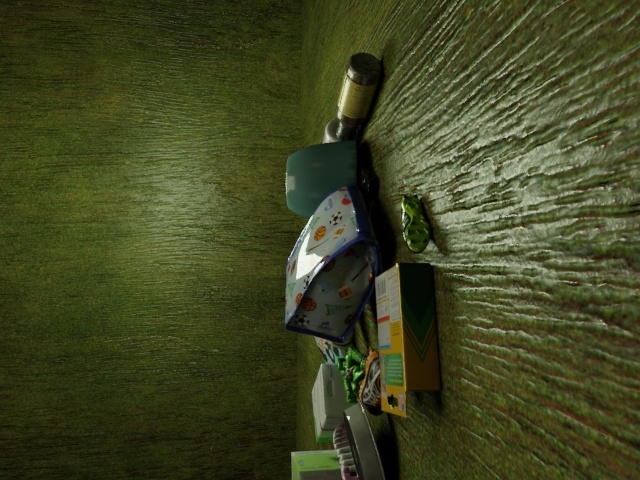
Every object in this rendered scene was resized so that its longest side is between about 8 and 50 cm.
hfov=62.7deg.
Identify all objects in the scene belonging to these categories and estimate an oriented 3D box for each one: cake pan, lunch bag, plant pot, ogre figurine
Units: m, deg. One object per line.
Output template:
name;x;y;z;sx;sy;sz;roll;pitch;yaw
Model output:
cake pan;0.125;0.609;1.506;0.293;0.054;0.293;166;90;-84
lunch bag;0.053;0.060;1.606;0.328;0.238;0.386;-100;29;-56
plant pot;0.004;-0.198;1.811;0.293;0.235;0.293;0;-90;-88
ogre figurine;0.109;0.426;1.716;0.118;0.096;0.197;-117;15;-47

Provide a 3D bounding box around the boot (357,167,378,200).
boot;0.151;-0.160;1.656;0.099;0.045;0.121;-111;21;-52

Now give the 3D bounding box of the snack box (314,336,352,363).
snack box;0.044;0.390;2.049;0.187;0.060;0.322;64;163;17

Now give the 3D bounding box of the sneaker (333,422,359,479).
sneaker;0.098;0.745;1.800;0.236;0.095;0.105;-101;7;-49

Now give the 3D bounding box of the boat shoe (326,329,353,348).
boat shoe;0.072;0.251;1.810;0.302;0.113;0.103;-82;9;-65

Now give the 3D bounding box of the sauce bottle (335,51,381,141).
sauce bottle;0.110;-0.449;1.706;0.344;0.111;0.112;110;159;-64

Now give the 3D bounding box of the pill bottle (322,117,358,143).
pill bottle;0.064;-0.343;1.967;0.216;0.121;0.121;105;163;-60

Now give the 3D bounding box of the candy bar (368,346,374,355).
candy bar;0.165;0.391;1.573;0.162;0.018;0.040;-99;-7;-48

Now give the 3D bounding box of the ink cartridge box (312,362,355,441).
ink cartridge box;0.048;0.621;2.004;0.289;0.121;0.211;102;165;-54

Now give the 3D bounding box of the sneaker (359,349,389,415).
sneaker;0.161;0.405;1.436;0.083;0.084;0.215;-135;37;-52

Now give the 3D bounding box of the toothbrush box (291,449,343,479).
toothbrush box;0.003;0.897;2.011;0.283;0.206;0.122;143;127;-78

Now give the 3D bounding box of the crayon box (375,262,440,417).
crayon box;0.194;0.228;1.204;0.203;0.083;0.323;123;147;-74

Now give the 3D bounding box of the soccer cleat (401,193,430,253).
soccer cleat;0.214;-0.029;1.200;0.072;0.060;0.179;86;-176;-46
